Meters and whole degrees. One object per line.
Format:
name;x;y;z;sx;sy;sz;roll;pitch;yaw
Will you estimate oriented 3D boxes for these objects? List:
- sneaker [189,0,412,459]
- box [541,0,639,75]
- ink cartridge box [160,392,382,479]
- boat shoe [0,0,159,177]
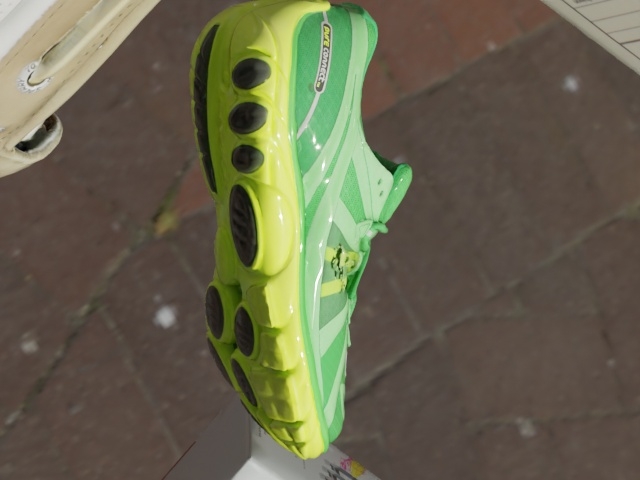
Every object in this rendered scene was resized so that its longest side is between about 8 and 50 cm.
sneaker;0.000;0.000;1.094;0.123;0.109;0.295;-18;125;-27
box;0.118;-0.155;0.626;0.232;0.148;0.127;32;72;-25
ink cartridge box;-0.020;0.213;1.293;0.176;0.128;0.127;38;13;-14
boat shoe;-0.113;-0.051;0.497;0.103;0.302;0.113;1;77;-29
